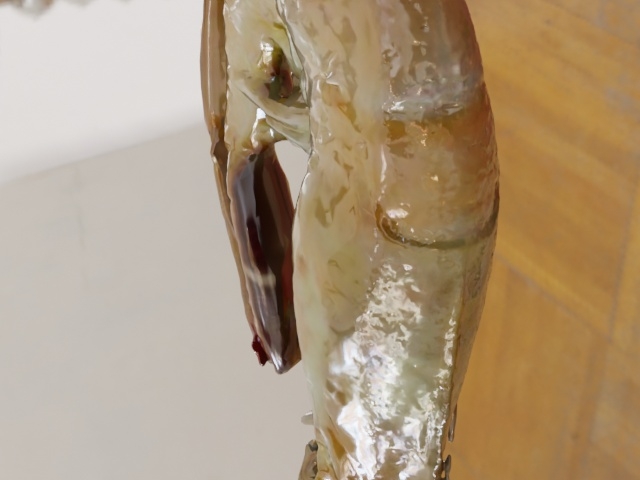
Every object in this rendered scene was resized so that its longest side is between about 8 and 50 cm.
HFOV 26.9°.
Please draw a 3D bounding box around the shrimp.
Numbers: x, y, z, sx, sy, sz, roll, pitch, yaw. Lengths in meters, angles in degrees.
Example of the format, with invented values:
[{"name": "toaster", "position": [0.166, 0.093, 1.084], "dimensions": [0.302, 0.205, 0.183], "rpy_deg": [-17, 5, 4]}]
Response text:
[{"name": "shrimp", "position": [-0.003, 0.001, 0.381], "dimensions": [0.133, 0.053, 0.236], "rpy_deg": [24, 126, 45]}]
